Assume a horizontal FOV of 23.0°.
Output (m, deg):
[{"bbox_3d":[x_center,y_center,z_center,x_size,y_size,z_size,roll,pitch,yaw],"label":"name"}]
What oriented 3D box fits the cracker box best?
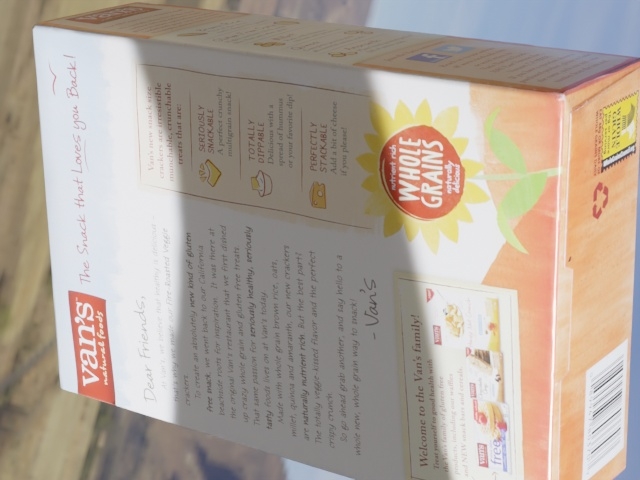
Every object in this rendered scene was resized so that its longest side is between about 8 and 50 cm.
[{"bbox_3d":[0.000,0.000,0.590,0.067,0.232,0.156,-26,121,-51],"label":"cracker box"}]
